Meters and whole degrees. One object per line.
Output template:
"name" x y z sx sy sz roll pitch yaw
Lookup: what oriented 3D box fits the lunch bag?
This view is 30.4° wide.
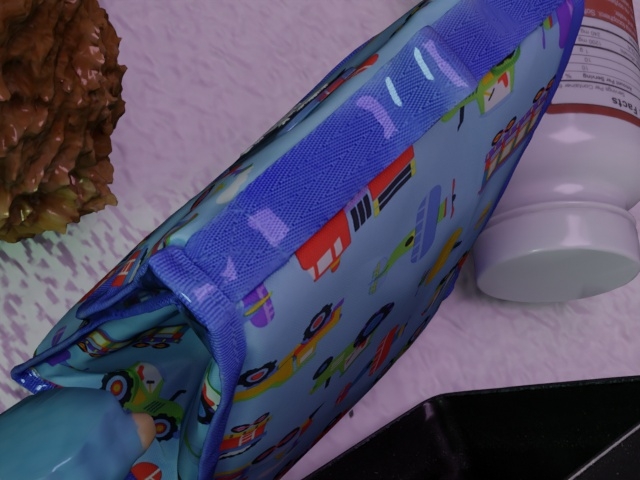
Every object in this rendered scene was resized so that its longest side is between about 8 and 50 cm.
"lunch bag" 0.000 0.000 0.519 0.138 0.293 0.221 46 62 3

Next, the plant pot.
"plant pot" 0.078 0.179 0.534 0.187 0.188 0.167 -26 97 -35

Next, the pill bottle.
"pill bottle" 0.129 -0.079 0.691 0.121 0.121 0.216 5 68 -16

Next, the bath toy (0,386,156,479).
"bath toy" -0.059 0.235 0.485 0.129 0.151 0.348 -37 97 -34

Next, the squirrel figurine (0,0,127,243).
"squirrel figurine" -0.186 -0.190 0.491 0.281 0.370 0.397 -15 74 -23
